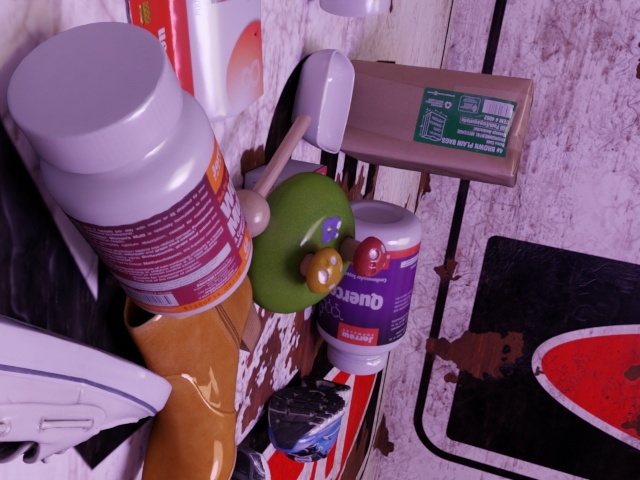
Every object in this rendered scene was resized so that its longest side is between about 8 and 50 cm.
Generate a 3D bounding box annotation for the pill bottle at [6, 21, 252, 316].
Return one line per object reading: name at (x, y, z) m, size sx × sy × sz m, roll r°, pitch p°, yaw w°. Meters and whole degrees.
pill bottle at (-0.129, -0.041, 0.488) m, size 0.221 × 0.121 × 0.121 m, roll 79°, pitch 28°, yaw -57°

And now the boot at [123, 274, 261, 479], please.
boot at (-0.147, 0.139, 0.651) m, size 0.211 × 0.104 × 0.295 m, roll 68°, pitch 33°, yaw -55°

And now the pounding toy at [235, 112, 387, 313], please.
pounding toy at (0.000, 0.000, 0.769) m, size 0.183 × 0.110 × 0.237 m, roll -50°, pitch 142°, yaw -24°

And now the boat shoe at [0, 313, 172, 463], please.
boat shoe at (-0.192, 0.105, 0.436) m, size 0.267 × 0.096 × 0.088 m, roll 58°, pitch 51°, yaw -68°

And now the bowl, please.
bowl at (0.002, -0.205, 0.963) m, size 0.142 × 0.053 × 0.142 m, roll -1°, pitch 104°, yaw -75°

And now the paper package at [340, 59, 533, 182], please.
paper package at (0.216, -0.211, 1.222) m, size 0.309 × 0.325 × 0.168 m, roll -6°, pitch 107°, yaw -73°

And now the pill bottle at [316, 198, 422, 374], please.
pill bottle at (0.088, 0.094, 1.274) m, size 0.181 × 0.181 × 0.323 m, roll -49°, pitch 147°, yaw -61°

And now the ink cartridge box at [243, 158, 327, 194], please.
ink cartridge box at (-0.052, -0.013, 0.885) m, size 0.127 × 0.072 × 0.175 m, roll -42°, pitch 142°, yaw -65°

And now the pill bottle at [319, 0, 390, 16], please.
pill bottle at (0.049, -0.408, 0.845) m, size 0.119 × 0.119 × 0.208 m, roll -59°, pitch 156°, yaw -49°

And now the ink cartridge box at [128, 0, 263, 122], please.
ink cartridge box at (-0.106, -0.179, 0.613) m, size 0.179 × 0.045 × 0.145 m, roll -61°, pitch 157°, yaw -53°

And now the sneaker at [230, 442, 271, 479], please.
sneaker at (-0.125, 0.395, 0.966) m, size 0.077 × 0.072 × 0.178 m, roll 0°, pitch 97°, yaw -64°

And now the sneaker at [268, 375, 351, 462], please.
sneaker at (-0.016, 0.347, 1.203) m, size 0.330 × 0.130 × 0.147 m, roll 19°, pitch 82°, yaw -75°
